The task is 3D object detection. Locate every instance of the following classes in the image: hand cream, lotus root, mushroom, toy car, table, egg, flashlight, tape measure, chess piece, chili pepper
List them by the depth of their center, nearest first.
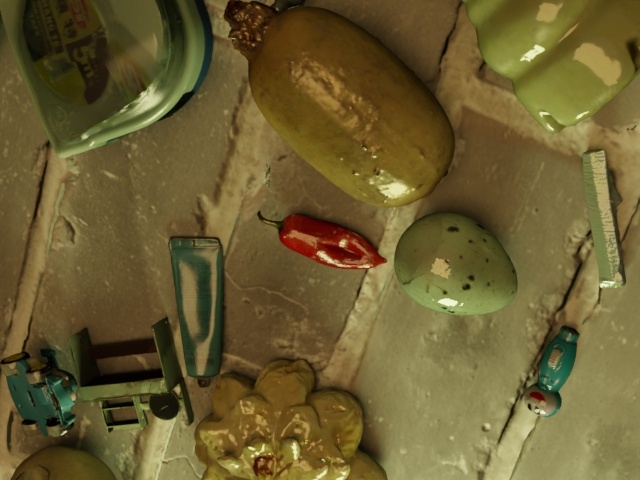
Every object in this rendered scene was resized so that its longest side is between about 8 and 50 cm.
[{"bbox_3d":[0.182,-0.333,1.037,0.442,0.234,0.234,46,112,-1],"label":"chess piece"},{"bbox_3d":[0.019,-0.177,1.146,0.342,0.151,0.169,40,112,-14],"label":"lotus root"},{"bbox_3d":[0.173,0.037,1.194,0.164,0.131,0.131,35,112,-3],"label":"egg"},{"bbox_3d":[-0.277,-0.263,1.233,0.262,0.138,0.259,-16,102,20],"label":"tape measure"},{"bbox_3d":[0.310,0.174,1.241,0.051,0.051,0.129,19,104,10],"label":"flashlight"},{"bbox_3d":[0.000,0.001,1.274,0.191,0.050,0.059,19,94,2],"label":"chili pepper"},{"bbox_3d":[-0.178,0.106,1.366,0.083,0.048,0.224,1,100,15],"label":"hand cream"},{"bbox_3d":[-0.400,0.220,1.403,0.161,0.098,0.126,-7,105,45],"label":"toy car"},{"bbox_3d":[-0.286,0.213,1.414,0.146,0.062,0.175,-9,100,18],"label":"table"},{"bbox_3d":[-0.416,0.432,1.423,0.202,0.246,0.246,26,120,-40],"label":"mushroom"}]

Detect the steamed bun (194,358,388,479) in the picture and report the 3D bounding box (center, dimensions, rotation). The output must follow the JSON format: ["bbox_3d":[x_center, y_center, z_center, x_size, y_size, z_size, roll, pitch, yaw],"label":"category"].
[{"bbox_3d":[-0.053,0.330,1.343,0.292,0.137,0.295,20,108,6],"label":"steamed bun"}]

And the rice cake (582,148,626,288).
[{"bbox_3d":[0.359,-0.027,1.172,0.042,0.030,0.180,-7,104,23],"label":"rice cake"}]

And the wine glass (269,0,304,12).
[{"bbox_3d":[-0.022,-0.337,1.174,0.072,0.072,0.155,37,112,3],"label":"wine glass"}]

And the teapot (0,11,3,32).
[{"bbox_3d":[-0.560,-0.357,1.286,0.225,0.171,0.203,24,79,15],"label":"teapot"}]
